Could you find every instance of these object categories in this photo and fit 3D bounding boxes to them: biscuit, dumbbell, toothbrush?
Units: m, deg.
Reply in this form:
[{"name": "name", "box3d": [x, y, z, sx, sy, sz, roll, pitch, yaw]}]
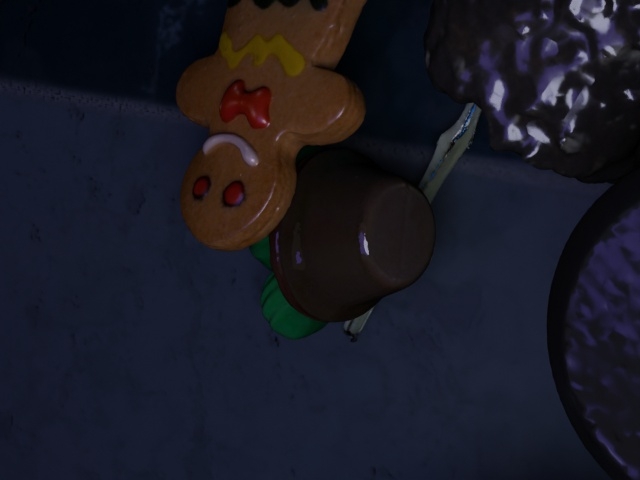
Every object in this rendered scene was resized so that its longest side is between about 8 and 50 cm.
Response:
[{"name": "biscuit", "box3d": [-0.036, -0.113, 1.104, 0.165, 0.036, 0.250, 13, 81, 41]}, {"name": "dumbbell", "box3d": [0.267, 0.020, 0.884, 0.203, 0.322, 0.204, 7, 106, 26]}, {"name": "toothbrush", "box3d": [0.080, -0.047, 1.140, 0.028, 0.026, 0.294, 40, 118, 35]}]

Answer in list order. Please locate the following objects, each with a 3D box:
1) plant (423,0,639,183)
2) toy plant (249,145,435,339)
[{"name": "plant", "box3d": [0.180, -0.156, 0.978, 0.204, 0.178, 0.234, 41, 107, 27]}, {"name": "toy plant", "box3d": [0.000, 0.000, 1.135, 0.200, 0.105, 0.143, -1, 84, 59]}]
